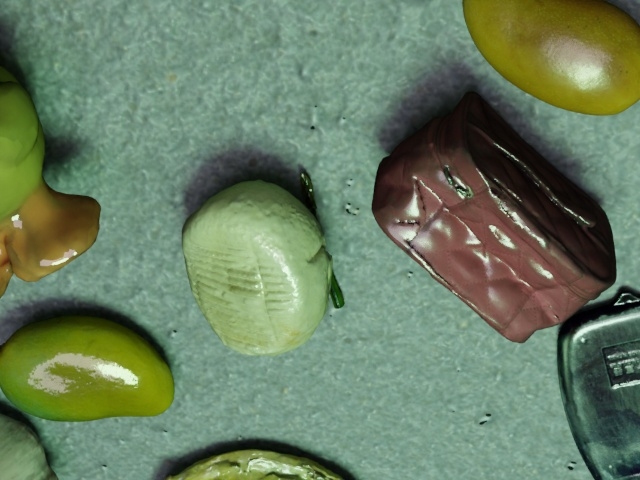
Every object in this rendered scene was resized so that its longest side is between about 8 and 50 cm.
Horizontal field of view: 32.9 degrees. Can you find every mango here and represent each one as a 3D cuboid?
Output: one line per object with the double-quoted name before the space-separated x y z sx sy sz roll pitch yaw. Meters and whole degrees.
"mango" 0.203 -0.172 0.940 0.184 0.085 0.102 27 119 -2
"mango" -0.256 0.137 1.176 0.191 0.085 0.122 -4 109 -2

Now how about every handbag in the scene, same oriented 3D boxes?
"handbag" 0.163 -0.021 0.996 0.225 0.146 0.135 41 122 -17

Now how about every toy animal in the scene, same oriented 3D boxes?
"toy animal" -0.361 -0.103 0.981 0.216 0.191 0.338 -28 117 16

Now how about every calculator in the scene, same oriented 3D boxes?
"calculator" 0.347 0.167 1.145 0.177 0.040 0.268 -15 112 13

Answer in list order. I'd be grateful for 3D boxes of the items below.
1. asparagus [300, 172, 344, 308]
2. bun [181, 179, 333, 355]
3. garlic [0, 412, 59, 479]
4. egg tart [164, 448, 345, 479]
"asparagus" 0.000 0.000 1.102 0.016 0.016 0.163 6 124 34
"bun" -0.058 0.026 1.073 0.164 0.111 0.188 5 122 32
"garlic" -0.410 0.300 1.198 0.218 0.212 0.218 1 102 4
"egg tart" -0.069 0.386 1.270 0.315 0.120 0.315 3 119 5
